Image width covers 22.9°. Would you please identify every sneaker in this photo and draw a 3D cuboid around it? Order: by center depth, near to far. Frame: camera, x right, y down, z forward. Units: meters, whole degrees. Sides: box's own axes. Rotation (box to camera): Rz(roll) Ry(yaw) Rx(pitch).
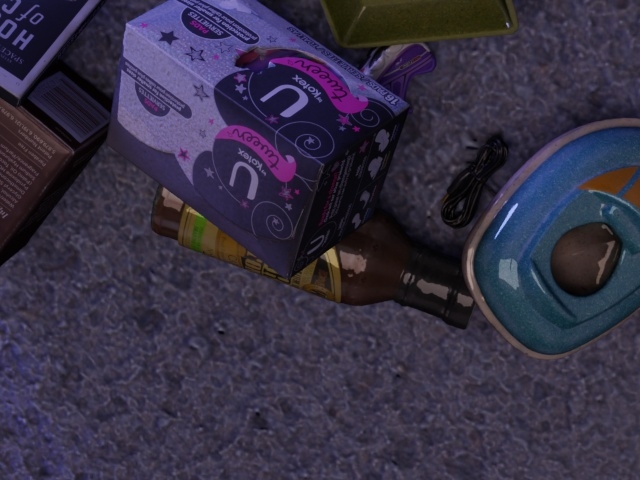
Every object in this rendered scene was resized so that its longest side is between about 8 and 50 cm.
[{"bbox_3d":[0.051,-0.135,1.594,0.071,0.068,0.170,37,114,-15],"label":"sneaker"}]

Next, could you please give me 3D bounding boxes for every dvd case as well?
[{"bbox_3d":[-0.301,-0.265,1.550,0.179,0.238,0.029,34,151,-1],"label":"dvd case"}]

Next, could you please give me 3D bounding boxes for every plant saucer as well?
[{"bbox_3d":[0.080,-0.272,1.481,0.188,0.045,0.188,-2,134,25],"label":"plant saucer"}]

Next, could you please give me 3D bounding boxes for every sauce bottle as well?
[{"bbox_3d":[0.000,0.000,1.620,0.344,0.111,0.111,19,110,6],"label":"sauce bottle"}]

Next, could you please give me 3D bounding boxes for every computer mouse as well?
[{"bbox_3d":[0.217,-0.010,1.610,0.193,0.042,0.106,39,110,-3],"label":"computer mouse"}]

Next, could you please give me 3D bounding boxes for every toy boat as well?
[{"bbox_3d":[0.308,0.038,1.529,0.267,0.148,0.318,-45,106,-7],"label":"toy boat"}]

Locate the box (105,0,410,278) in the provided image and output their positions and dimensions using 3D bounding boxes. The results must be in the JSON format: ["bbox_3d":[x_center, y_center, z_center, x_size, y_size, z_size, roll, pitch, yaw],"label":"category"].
[{"bbox_3d":[-0.066,-0.112,1.518,0.247,0.142,0.163,36,137,18],"label":"box"}]

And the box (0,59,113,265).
[{"bbox_3d":[-0.342,-0.091,1.628,0.167,0.168,0.203,40,110,-3],"label":"box"}]
